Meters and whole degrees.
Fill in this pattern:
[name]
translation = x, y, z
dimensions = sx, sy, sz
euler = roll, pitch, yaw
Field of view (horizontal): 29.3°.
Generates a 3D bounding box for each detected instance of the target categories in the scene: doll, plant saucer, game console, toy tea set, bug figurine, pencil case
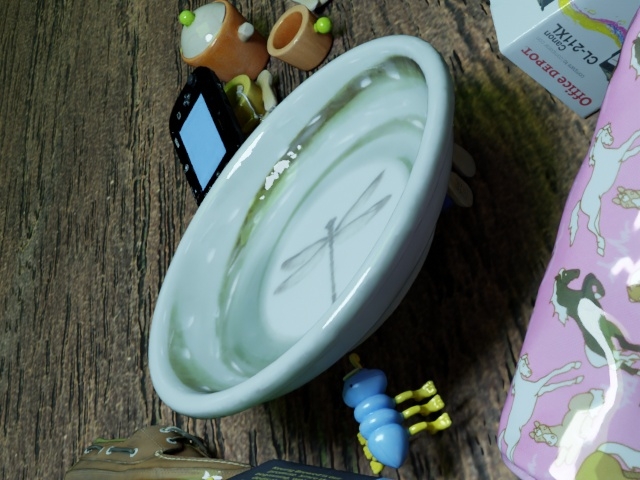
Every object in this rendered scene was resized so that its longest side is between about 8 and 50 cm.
[doll]
translation = 0.066, -0.026, 1.213
dimensions = 0.189, 0.046, 0.129
euler = -27, 41, 38
[plant saucer]
translation = 0.000, 0.000, 1.121
dimensions = 0.400, 0.100, 0.400
euler = -41, 28, 27
[game console]
translation = -0.117, -0.051, 1.407
dimensions = 0.213, 0.044, 0.361
euler = -48, 44, 25
[toy tea set]
translation = -0.058, -0.291, 1.511
dimensions = 0.336, 0.124, 0.200
euler = -45, 36, 18
[bug figurine]
translation = 0.000, 0.239, 1.011
dimensions = 0.279, 0.072, 0.216
euler = -42, 57, 22
[pencil case]
translation = 0.243, -0.008, 0.800
dimensions = 0.167, 0.160, 0.386
euler = 17, 94, 15

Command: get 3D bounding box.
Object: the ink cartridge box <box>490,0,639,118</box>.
[ink cartridge box]
translation = 0.253, -0.199, 1.043
dimensions = 0.175, 0.127, 0.072
euler = -34, 43, 33

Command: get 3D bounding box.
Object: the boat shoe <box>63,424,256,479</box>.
[boat shoe]
translation = -0.162, 0.235, 1.236
dimensions = 0.307, 0.110, 0.104
euler = -12, 48, 40

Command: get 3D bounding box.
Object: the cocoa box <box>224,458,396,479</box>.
[cocoa box]
translation = 0.042, 0.283, 0.704
dimensions = 0.347, 0.228, 0.232
euler = 2, 100, 37
